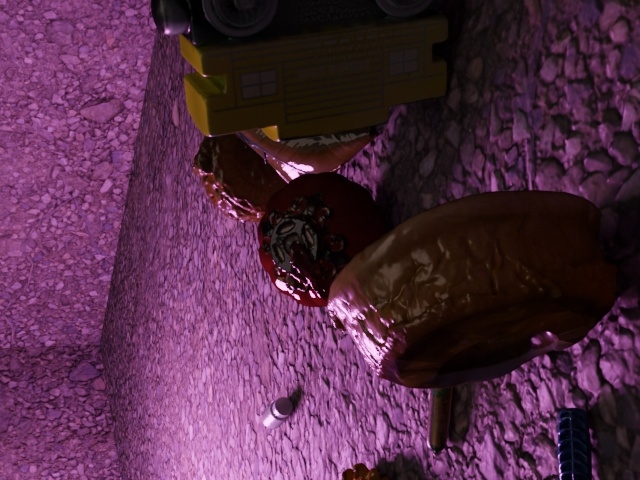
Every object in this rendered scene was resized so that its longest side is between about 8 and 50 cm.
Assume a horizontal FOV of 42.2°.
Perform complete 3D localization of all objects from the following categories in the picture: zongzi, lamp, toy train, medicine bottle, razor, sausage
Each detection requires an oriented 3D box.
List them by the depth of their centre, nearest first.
[{"bbox_3d":[0.287,0.316,0.932,0.082,0.042,0.253,-4,84,23],"label":"razor"},{"bbox_3d":[-0.011,-0.284,1.166,0.179,0.442,0.272,-132,34,-56],"label":"toy train"},{"bbox_3d":[0.177,0.183,1.190,0.033,0.033,0.269,-158,71,-64],"label":"sausage"},{"bbox_3d":[0.000,0.000,1.366,0.227,0.227,0.226,-179,90,-66],"label":"lamp"},{"bbox_3d":[-0.036,-0.206,1.480,0.115,0.228,0.256,-54,10,-31],"label":"zongzi"},{"bbox_3d":[-0.090,0.365,1.758,0.083,0.047,0.047,126,138,-51],"label":"medicine bottle"}]

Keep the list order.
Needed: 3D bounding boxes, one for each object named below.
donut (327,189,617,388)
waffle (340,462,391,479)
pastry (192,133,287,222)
[{"bbox_3d":[0.171,0.068,0.906,0.330,0.330,0.160,-52,55,53],"label":"donut"},{"bbox_3d":[0.088,0.499,1.342,0.293,0.069,0.259,-149,65,-65],"label":"waffle"},{"bbox_3d":[-0.138,-0.154,1.658,0.132,0.235,0.240,174,107,-70],"label":"pastry"}]
